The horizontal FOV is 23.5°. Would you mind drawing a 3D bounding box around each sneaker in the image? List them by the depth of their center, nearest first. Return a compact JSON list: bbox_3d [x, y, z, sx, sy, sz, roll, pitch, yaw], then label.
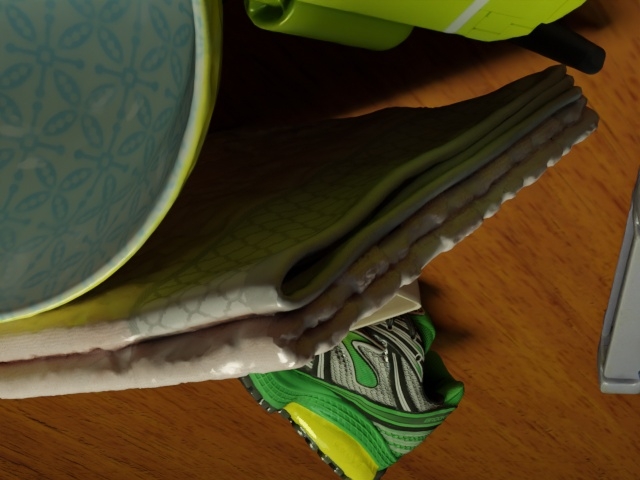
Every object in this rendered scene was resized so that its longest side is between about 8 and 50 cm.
[{"bbox_3d":[0.000,0.068,1.251,0.146,0.134,0.343,-39,137,3],"label":"sneaker"}]

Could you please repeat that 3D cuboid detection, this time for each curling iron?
[{"bbox_3d":[0.045,-0.140,0.862,0.274,0.035,0.068,13,116,-26],"label":"curling iron"}]

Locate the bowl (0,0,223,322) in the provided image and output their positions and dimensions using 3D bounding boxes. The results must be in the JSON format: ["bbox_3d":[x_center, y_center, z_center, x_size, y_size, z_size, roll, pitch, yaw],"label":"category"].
[{"bbox_3d":[-0.169,-0.118,0.770,0.289,0.289,0.156,-4,-164,16],"label":"bowl"}]

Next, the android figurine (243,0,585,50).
[{"bbox_3d":[0.077,-0.169,0.699,0.273,0.056,0.248,1,146,-43],"label":"android figurine"}]

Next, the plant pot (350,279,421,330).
[{"bbox_3d":[0.000,0.000,1.100,0.109,0.096,0.109,26,147,-37],"label":"plant pot"}]

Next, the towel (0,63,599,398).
[{"bbox_3d":[-0.048,-0.008,0.868,0.317,0.053,0.332,-9,-163,39],"label":"towel"}]

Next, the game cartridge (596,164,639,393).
[{"bbox_3d":[0.341,0.037,1.180,0.230,0.068,0.355,-3,154,3],"label":"game cartridge"}]

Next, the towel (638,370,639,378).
[{"bbox_3d":[0.418,0.139,1.291,0.243,0.040,0.336,-9,154,21],"label":"towel"}]
